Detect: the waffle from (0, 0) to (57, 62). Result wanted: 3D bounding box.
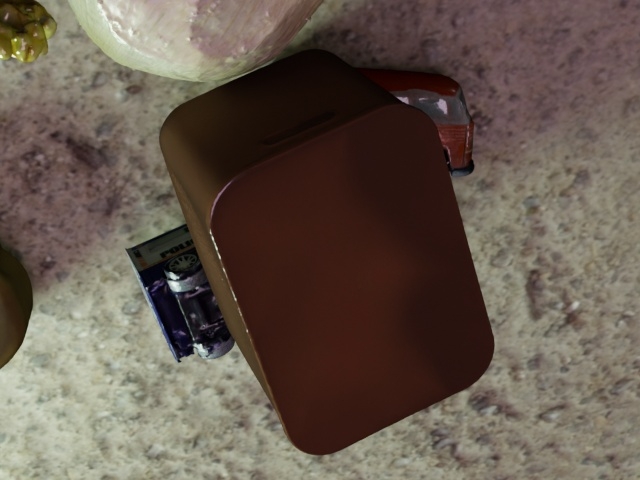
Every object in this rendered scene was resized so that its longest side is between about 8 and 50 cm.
[{"bbox_3d":[-0.392,-0.245,1.531,0.249,0.253,0.056,8,110,-41],"label":"waffle"}]

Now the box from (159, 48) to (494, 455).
[{"bbox_3d":[0.000,0.000,1.564,0.239,0.229,0.339,-25,122,-10],"label":"box"}]

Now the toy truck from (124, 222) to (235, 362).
[{"bbox_3d":[-0.079,0.019,1.769,0.268,0.155,0.124,-24,120,-10],"label":"toy truck"}]

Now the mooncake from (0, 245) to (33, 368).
[{"bbox_3d":[-0.461,0.060,1.763,0.234,0.117,0.235,-2,118,-3],"label":"mooncake"}]

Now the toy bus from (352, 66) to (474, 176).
[{"bbox_3d":[0.047,-0.134,1.725,0.265,0.121,0.120,2,109,-8],"label":"toy bus"}]

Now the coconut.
[{"bbox_3d":[-0.136,-0.293,1.516,0.297,0.297,0.254,38,101,-23],"label":"coconut"}]
